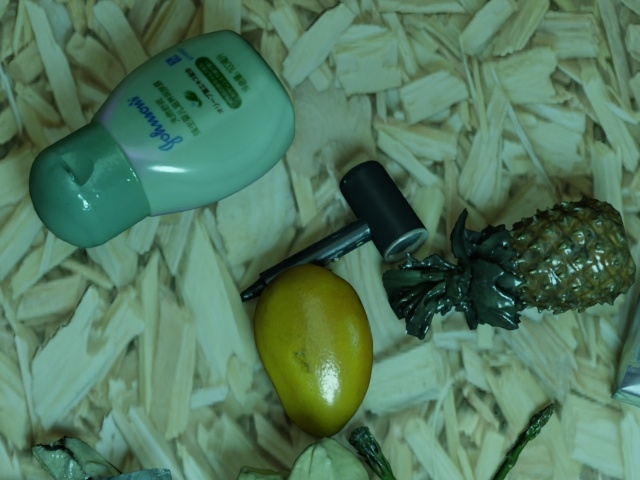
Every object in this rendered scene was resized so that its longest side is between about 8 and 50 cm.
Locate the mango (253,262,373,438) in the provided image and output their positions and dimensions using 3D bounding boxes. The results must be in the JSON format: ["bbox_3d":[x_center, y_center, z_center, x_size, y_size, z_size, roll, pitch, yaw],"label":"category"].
[{"bbox_3d":[-0.006,0.136,1.870,0.145,0.112,0.219,-11,79,-1],"label":"mango"}]

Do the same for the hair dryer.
[{"bbox_3d":[0.000,0.000,1.961,0.255,0.070,0.128,-27,68,-8],"label":"hair dryer"}]

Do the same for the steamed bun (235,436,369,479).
[{"bbox_3d":[0.009,0.372,1.722,0.295,0.137,0.292,-8,80,35],"label":"steamed bun"}]

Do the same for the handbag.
[{"bbox_3d":[0.442,0.134,1.894,0.117,0.095,0.173,19,73,1],"label":"handbag"}]

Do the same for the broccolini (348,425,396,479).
[{"bbox_3d":[0.083,0.285,1.839,0.030,0.035,0.140,-34,71,-12],"label":"broccolini"}]

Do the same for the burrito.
[{"bbox_3d":[-0.250,0.307,1.808,0.229,0.058,0.063,34,74,16],"label":"burrito"}]

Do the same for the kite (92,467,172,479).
[{"bbox_3d":[-0.279,0.332,1.776,0.245,0.015,0.141,1,87,14],"label":"kite"}]

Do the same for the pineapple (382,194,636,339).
[{"bbox_3d":[0.234,0.034,1.915,0.310,0.141,0.170,-14,70,0],"label":"pineapple"}]

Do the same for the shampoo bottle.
[{"bbox_3d":[-0.216,-0.121,1.960,0.350,0.151,0.222,-33,72,-15],"label":"shampoo bottle"}]

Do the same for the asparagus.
[{"bbox_3d":[0.220,0.290,1.847,0.023,0.022,0.233,10,56,54],"label":"asparagus"}]
